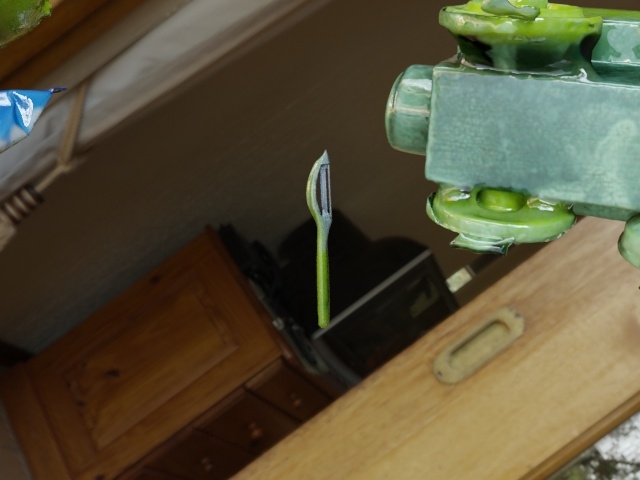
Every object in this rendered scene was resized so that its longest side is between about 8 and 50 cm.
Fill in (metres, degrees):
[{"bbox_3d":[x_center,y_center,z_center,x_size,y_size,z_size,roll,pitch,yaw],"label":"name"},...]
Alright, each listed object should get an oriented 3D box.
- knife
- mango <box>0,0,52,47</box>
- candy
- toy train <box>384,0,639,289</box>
[{"bbox_3d":[0.000,0.000,0.852,0.022,0.026,0.184,-51,140,-79],"label":"knife"},{"bbox_3d":[-0.320,-0.262,0.776,0.100,0.119,0.178,24,-33,19],"label":"mango"},{"bbox_3d":[-0.204,-0.047,0.439,0.136,0.088,0.038,-59,142,-49],"label":"candy"},{"bbox_3d":[0.179,-0.069,0.497,0.188,0.271,0.159,-37,134,-60],"label":"toy train"}]
